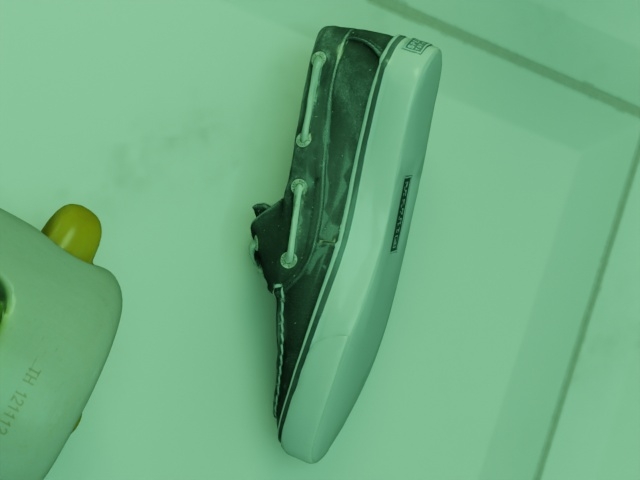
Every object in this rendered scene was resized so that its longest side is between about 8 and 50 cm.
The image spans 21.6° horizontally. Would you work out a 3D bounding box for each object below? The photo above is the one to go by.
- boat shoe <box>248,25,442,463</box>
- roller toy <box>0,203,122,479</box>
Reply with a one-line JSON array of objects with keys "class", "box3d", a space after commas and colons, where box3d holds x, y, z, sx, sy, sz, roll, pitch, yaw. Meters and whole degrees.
[{"class": "boat shoe", "box3d": [0.000, 0.000, 1.167, 0.102, 0.108, 0.301, 15, 96, 15]}, {"class": "roller toy", "box3d": [-0.214, 0.079, 1.042, 0.146, 0.209, 0.191, 30, 118, -14]}]
